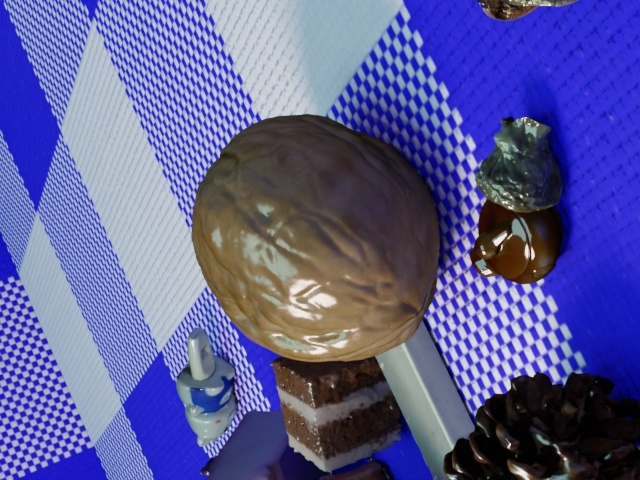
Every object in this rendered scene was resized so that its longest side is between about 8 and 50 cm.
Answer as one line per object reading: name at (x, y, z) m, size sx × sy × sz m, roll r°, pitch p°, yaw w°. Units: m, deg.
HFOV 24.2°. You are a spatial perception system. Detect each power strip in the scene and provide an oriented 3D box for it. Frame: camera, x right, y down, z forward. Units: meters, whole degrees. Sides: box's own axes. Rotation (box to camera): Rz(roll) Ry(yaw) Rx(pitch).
power strip at (0.144, 0.221, 1.814) m, size 0.367 × 0.043 × 0.106 m, roll 64°, pitch 158°, yaw 10°

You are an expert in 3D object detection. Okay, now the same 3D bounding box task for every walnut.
walnut at (-0.002, 0.002, 1.677) m, size 0.313 × 0.252 × 0.277 m, roll 38°, pitch 144°, yaw 36°

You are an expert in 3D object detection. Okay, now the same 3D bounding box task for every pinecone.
pinecone at (0.217, 0.252, 1.443) m, size 0.224 × 0.224 × 0.272 m, roll 39°, pitch 140°, yaw 51°

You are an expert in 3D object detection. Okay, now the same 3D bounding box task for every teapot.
teapot at (0.184, 0.000, 1.471) m, size 0.098 × 0.078 × 0.129 m, roll 65°, pitch 158°, yaw 10°

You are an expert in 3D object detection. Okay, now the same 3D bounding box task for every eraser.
eraser at (-0.049, 0.458, 2.210) m, size 0.272 × 0.122 × 0.359 m, roll -47°, pitch -55°, yaw -66°

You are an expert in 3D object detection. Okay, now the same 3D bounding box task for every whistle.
whistle at (-0.192, 0.254, 2.558) m, size 0.092 × 0.110 × 0.244 m, roll 14°, pitch 129°, yaw 25°

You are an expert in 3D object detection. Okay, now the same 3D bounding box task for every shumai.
shumai at (0.193, -0.077, 1.400) m, size 0.083 × 0.082 × 0.080 m, roll 18°, pitch 130°, yaw 9°

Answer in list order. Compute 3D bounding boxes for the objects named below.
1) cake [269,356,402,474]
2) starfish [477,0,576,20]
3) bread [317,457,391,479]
cake at (0.024, 0.213, 1.961) m, size 0.134 × 0.135 × 0.147 m, roll 18°, pitch 121°, yaw 63°
starfish at (0.160, -0.282, 1.289) m, size 0.146 × 0.074 × 0.189 m, roll 163°, pitch 88°, yaw -74°
bread at (0.068, 0.429, 2.078) m, size 0.244 × 0.123 × 0.190 m, roll 67°, pitch 160°, yaw 7°
